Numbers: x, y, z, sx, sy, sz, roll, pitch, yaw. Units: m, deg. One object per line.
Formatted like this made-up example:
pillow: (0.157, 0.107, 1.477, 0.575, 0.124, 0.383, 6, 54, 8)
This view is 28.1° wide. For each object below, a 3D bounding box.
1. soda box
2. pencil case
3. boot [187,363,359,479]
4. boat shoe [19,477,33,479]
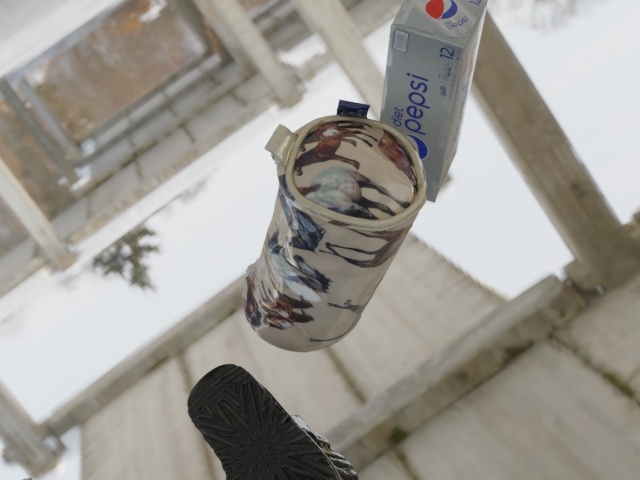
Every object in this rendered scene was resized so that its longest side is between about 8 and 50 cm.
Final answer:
soda box: (0.130, -0.179, 1.558, 0.286, 0.091, 0.098, 94, 19, -54)
pencil case: (0.000, 0.000, 1.577, 0.160, 0.184, 0.410, -53, 173, -28)
boot: (-0.022, 0.330, 1.659, 0.131, 0.260, 0.348, -34, -135, 0)
boat shoe: (-0.555, 0.462, 2.190, 0.178, 0.060, 0.064, -30, 176, 15)
